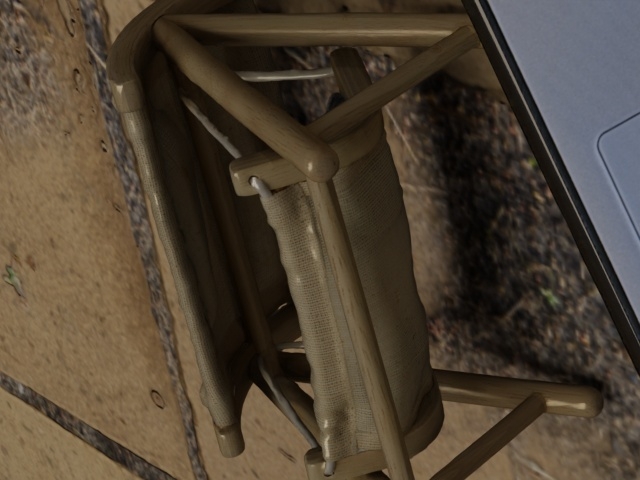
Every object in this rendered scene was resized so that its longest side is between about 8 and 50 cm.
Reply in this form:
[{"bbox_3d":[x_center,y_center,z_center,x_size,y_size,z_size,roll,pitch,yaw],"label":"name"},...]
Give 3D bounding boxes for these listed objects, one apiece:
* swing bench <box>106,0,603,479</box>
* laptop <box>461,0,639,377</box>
[{"bbox_3d":[0.000,0.000,1.057,0.254,0.165,0.253,18,133,46],"label":"swing bench"},{"bbox_3d":[0.296,-0.044,0.478,0.382,0.408,0.236,63,169,-11],"label":"laptop"}]
